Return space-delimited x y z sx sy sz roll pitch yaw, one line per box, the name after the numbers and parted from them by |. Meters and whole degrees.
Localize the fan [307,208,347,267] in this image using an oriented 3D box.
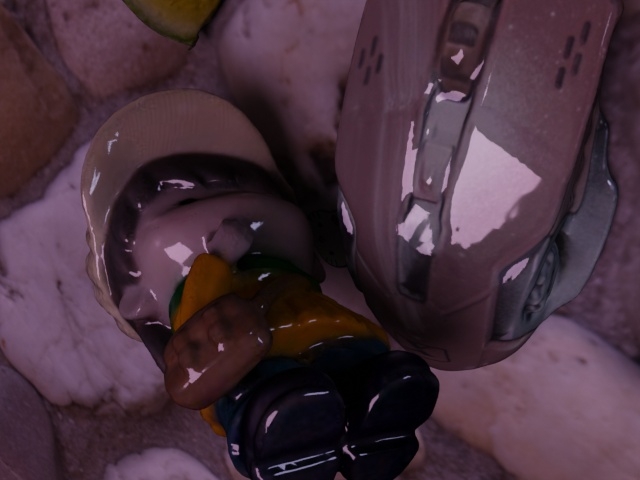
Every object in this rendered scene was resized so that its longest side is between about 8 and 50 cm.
0.000 0.000 0.691 0.083 0.004 0.055 -8 112 42 | fan

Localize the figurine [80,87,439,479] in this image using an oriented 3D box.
-0.062 0.052 0.586 0.332 0.185 0.204 61 143 38 | figurine

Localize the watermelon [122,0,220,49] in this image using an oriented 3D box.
-0.092 -0.281 0.571 0.129 0.123 0.301 24 128 -5 | watermelon

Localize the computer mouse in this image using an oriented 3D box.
0.095 -0.064 0.541 0.200 0.115 0.388 14 120 22 | computer mouse
